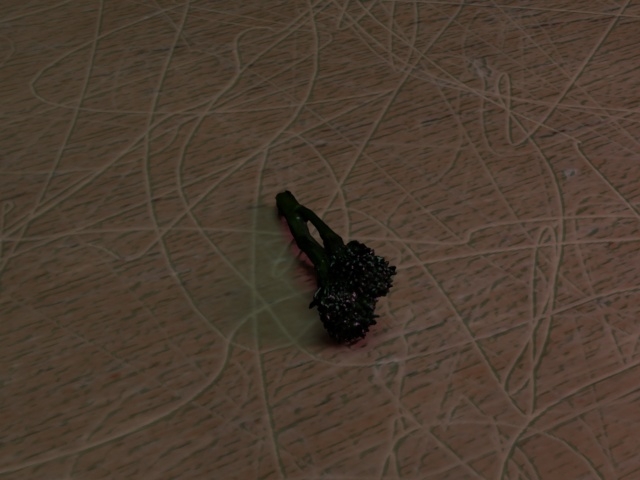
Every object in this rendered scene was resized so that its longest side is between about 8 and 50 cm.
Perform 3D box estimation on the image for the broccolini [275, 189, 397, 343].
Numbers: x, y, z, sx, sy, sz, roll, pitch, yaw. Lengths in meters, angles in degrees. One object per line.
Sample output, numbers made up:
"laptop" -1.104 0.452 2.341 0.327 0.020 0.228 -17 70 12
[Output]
"broccolini" 0.008 0.007 1.142 0.058 0.074 0.201 35 13 -25
